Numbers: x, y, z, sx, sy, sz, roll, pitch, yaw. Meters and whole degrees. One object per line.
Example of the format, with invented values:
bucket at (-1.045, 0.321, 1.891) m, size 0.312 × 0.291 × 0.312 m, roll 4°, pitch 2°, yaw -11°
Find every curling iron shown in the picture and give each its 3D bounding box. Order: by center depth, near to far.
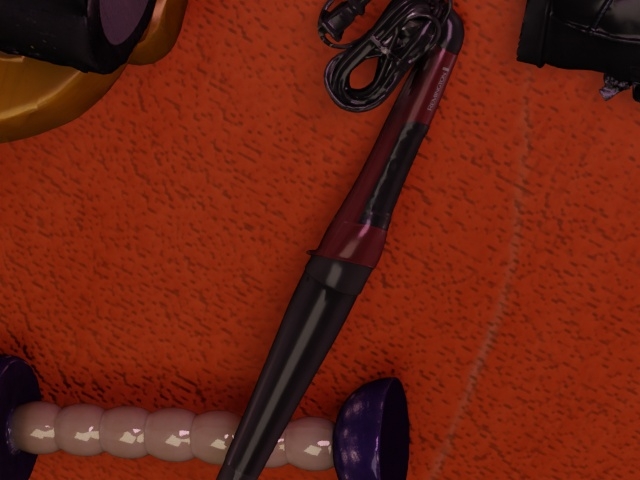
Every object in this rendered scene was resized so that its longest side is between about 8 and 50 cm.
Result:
curling iron at (0.000, 0.000, 0.871) m, size 0.068 × 0.035 × 0.274 m, roll 17°, pitch 108°, yaw -4°

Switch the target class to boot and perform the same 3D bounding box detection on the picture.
boot at (0.142, -0.113, 0.796) m, size 0.099 × 0.045 × 0.121 m, roll 14°, pitch 128°, yaw 11°

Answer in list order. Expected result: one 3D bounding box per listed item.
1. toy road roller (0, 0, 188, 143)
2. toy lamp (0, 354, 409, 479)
toy road roller at (-0.131, -0.204, 0.767) m, size 0.202 × 0.240 × 0.329 m, roll 13°, pitch 83°, yaw 9°
toy lamp at (-0.095, 0.100, 0.961) m, size 0.275 × 0.080 × 0.080 m, roll -1°, pitch 117°, yaw 15°
